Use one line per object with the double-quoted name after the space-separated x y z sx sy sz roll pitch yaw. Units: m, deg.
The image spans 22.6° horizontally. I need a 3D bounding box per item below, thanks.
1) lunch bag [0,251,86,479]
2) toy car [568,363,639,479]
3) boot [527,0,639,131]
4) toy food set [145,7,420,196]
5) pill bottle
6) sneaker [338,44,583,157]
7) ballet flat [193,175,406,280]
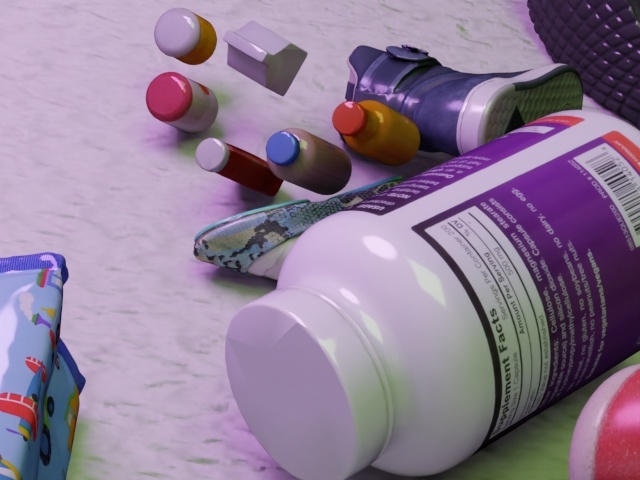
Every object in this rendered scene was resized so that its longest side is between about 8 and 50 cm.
-0.303 0.123 0.928 0.293 0.138 0.221 3 45 2 "lunch bag"
0.265 0.163 0.851 0.238 0.210 0.219 -3 30 48 "toy car"
0.343 -0.174 1.436 0.222 0.118 0.338 -15 63 -33 "boot"
-0.053 -0.101 1.193 0.232 0.111 0.104 33 6 22 "toy food set"
0.098 0.040 1.077 0.323 0.181 0.181 -25 58 -35 "pill bottle"
0.110 -0.111 1.300 0.163 0.086 0.226 12 9 30 "sneaker"
0.000 0.000 1.175 0.188 0.070 0.070 -17 53 -26 "ballet flat"
